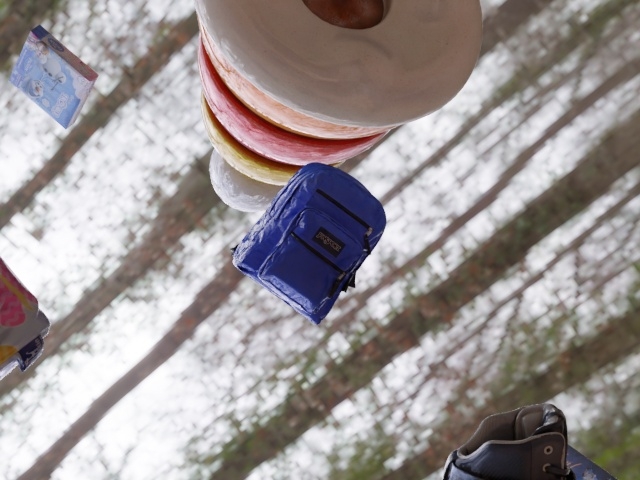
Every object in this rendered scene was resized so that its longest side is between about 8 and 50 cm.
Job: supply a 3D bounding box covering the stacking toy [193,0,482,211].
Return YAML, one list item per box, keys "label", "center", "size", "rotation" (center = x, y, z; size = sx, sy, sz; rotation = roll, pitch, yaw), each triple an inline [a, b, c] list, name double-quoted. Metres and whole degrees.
- label: "stacking toy"
  center: [-0.043, -0.189, 1.870]
  size: [0.350, 0.480, 0.350]
  rotation: [10, -121, -17]

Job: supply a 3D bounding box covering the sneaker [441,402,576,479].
- label: "sneaker"
  center: [0.190, 0.206, 1.075]
  size: [0.226, 0.163, 0.086]
  rotation: [11, -173, -1]

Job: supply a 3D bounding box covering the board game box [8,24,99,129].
- label: "board game box"
  center: [-0.304, -0.185, 1.720]
  size: [0.090, 0.090, 0.020]
  rotation: [39, -134, 2]

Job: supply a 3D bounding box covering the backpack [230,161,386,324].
- label: "backpack"
  center: [0.000, 0.000, 1.270]
  size: [0.098, 0.120, 0.101]
  rotation: [37, 179, -16]

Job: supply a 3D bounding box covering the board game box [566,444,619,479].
- label: "board game box"
  center: [0.299, 0.293, 1.439]
  size: [0.165, 0.042, 0.243]
  rotation: [56, 173, -16]

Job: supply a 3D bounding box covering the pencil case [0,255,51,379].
- label: "pencil case"
  center: [-0.321, 0.004, 1.095]
  size: [0.273, 0.113, 0.124]
  rotation: [52, -138, -4]
